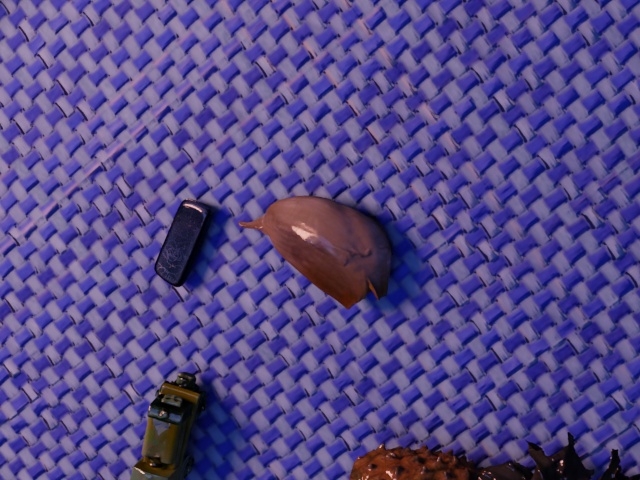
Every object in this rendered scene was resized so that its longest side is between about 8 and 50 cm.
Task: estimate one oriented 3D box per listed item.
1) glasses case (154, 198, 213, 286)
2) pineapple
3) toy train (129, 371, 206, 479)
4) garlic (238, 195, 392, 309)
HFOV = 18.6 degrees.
[{"bbox_3d":[-0.124,0.001,1.794,0.033,0.023,0.083,31,110,19],"label":"glasses case"},{"bbox_3d":[0.153,0.226,1.691,0.251,0.125,0.125,-3,101,17],"label":"pineapple"},{"bbox_3d":[-0.143,0.184,1.812,0.050,0.081,0.122,17,108,11],"label":"toy train"},{"bbox_3d":[-0.002,0.001,1.720,0.152,0.066,0.084,35,114,9],"label":"garlic"}]
